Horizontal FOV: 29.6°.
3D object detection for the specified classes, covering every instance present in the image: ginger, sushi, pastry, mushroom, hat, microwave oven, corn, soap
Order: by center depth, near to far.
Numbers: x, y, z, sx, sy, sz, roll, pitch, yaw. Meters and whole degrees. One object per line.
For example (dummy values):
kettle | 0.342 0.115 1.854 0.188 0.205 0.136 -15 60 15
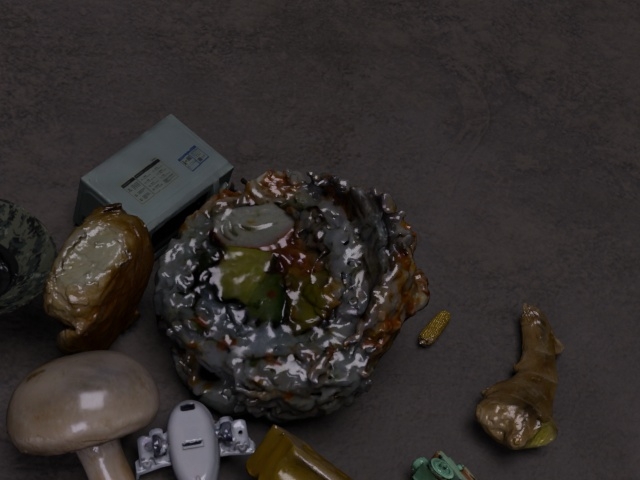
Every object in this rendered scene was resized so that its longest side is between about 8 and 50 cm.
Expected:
mushroom | -0.311 0.257 1.640 0.207 0.207 0.215 -22 98 -29
soap | 0.017 0.359 1.665 0.257 0.160 0.080 36 85 8
pastry | -0.316 0.057 1.733 0.100 0.218 0.229 26 95 12
hat | -0.509 0.057 1.737 0.266 0.128 0.265 13 39 -11
sushi | -0.057 0.071 1.797 0.418 0.176 0.417 -3 61 6
microwave oven | -0.264 -0.074 1.911 0.162 0.122 0.208 40 53 12
ginger | 0.321 0.219 1.924 0.131 0.086 0.294 15 44 4
corn | 0.184 0.144 1.961 0.027 0.028 0.083 34 49 14

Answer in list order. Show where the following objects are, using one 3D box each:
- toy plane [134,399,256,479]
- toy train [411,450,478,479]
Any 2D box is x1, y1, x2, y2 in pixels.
toy plane | -0.175 0.305 1.697 0.174 0.080 0.174 0 57 0
toy train | 0.210 0.382 1.768 0.118 0.074 0.176 3 37 -49
